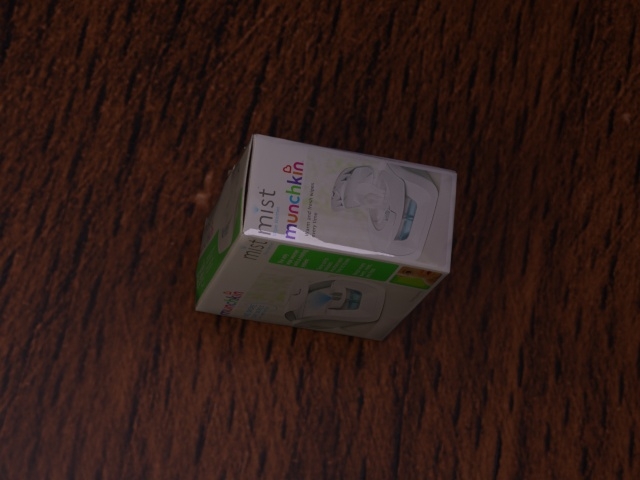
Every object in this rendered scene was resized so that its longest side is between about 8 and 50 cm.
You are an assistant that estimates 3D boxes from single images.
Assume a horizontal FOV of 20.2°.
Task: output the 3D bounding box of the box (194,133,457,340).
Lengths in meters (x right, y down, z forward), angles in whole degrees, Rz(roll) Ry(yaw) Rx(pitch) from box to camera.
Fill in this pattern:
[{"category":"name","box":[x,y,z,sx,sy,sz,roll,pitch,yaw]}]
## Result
[{"category":"box","box":[0.000,0.000,1.983,0.231,0.262,0.126,10,68,-13]}]
